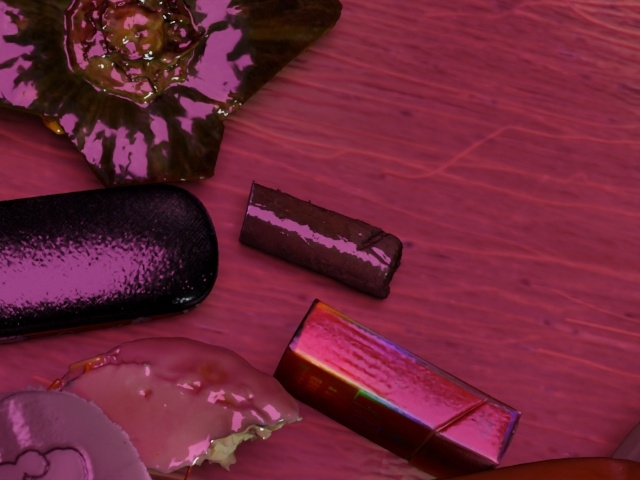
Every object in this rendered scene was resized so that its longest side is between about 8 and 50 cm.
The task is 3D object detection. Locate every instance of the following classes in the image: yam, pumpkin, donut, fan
[{"bbox_3d":[0.000,0.000,1.394,0.132,0.054,0.054,22,69,-1],"label":"yam"},{"bbox_3d":[-0.160,-0.162,1.399,0.258,0.095,0.290,41,79,-7],"label":"pumpkin"},{"bbox_3d":[-0.125,0.183,1.279,0.199,0.085,0.233,14,79,10],"label":"donut"},{"bbox_3d":[-0.239,0.137,1.258,0.191,0.009,0.329,-29,76,2],"label":"fan"}]

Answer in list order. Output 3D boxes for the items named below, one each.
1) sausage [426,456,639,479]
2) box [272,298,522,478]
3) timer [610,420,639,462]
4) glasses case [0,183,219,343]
[{"bbox_3d":[0.123,0.211,1.255,0.328,0.112,0.112,-12,72,16],"label":"sausage"},{"bbox_3d":[0.053,0.119,1.332,0.175,0.112,0.048,29,69,2],"label":"box"},{"bbox_3d":[0.372,0.276,1.277,0.315,0.291,0.291,36,68,-18],"label":"timer"},{"bbox_3d":[-0.209,0.020,1.343,0.267,0.067,0.103,-7,72,-10],"label":"glasses case"}]
